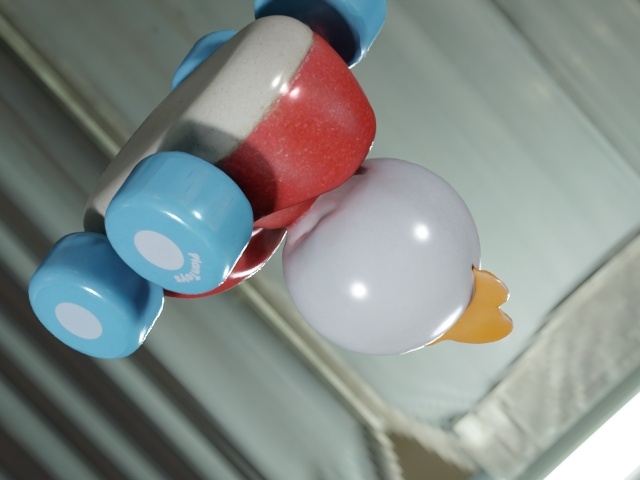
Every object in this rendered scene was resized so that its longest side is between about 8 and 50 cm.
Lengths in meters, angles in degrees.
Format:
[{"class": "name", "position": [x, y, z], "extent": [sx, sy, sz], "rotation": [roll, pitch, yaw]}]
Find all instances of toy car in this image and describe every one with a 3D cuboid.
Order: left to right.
[{"class": "toy car", "position": [0.000, 0.000, 1.090], "extent": [0.210, 0.238, 0.219], "rotation": [-37, -162, 51]}]
